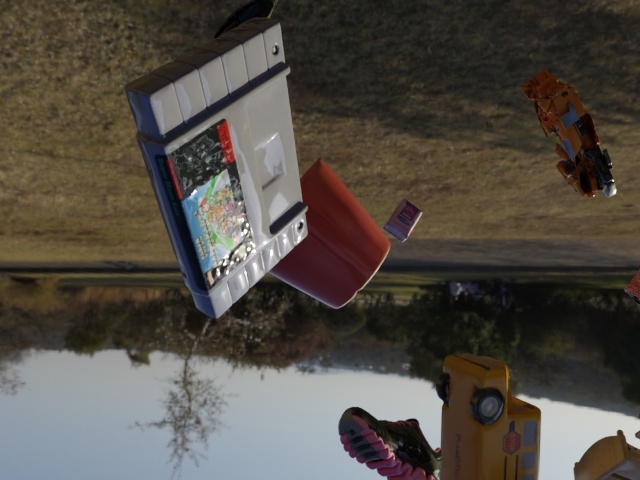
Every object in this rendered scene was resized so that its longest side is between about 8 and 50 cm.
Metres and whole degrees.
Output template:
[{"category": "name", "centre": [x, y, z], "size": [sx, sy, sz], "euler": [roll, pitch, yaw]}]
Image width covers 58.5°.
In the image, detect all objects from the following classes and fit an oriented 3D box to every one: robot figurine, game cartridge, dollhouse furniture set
[{"category": "robot figurine", "centre": [0.536, -0.217, 1.226], "size": [0.085, 0.291, 0.211], "euler": [-28, -156, 15]}, {"category": "game cartridge", "centre": [-0.115, -0.083, 0.768], "size": [0.068, 0.230, 0.355], "euler": [19, 137, 27]}, {"category": "dollhouse furniture set", "centre": [0.643, 0.386, 1.028], "size": [0.303, 0.174, 0.356], "euler": [23, 130, -3]}]

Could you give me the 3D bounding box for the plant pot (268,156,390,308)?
[{"category": "plant pot", "centre": [0.000, 0.000, 1.251], "size": [0.243, 0.275, 0.275], "euler": [40, 165, -7]}]

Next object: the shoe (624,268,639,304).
[{"category": "shoe", "centre": [0.864, 0.151, 1.461], "size": [0.178, 0.081, 0.063], "euler": [39, -174, -4]}]

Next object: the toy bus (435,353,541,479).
[{"category": "toy bus", "centre": [0.254, 0.344, 0.865], "size": [0.130, 0.333, 0.108], "euler": [1, -178, -20]}]

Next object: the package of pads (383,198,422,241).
[{"category": "package of pads", "centre": [0.164, -0.040, 1.136], "size": [0.050, 0.083, 0.032], "euler": [37, 142, 1]}]

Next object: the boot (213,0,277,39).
[{"category": "boot", "centre": [-0.180, -0.328, 1.044], "size": [0.091, 0.263, 0.229], "euler": [41, 179, -8]}]

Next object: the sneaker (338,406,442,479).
[{"category": "sneaker", "centre": [0.064, 0.172, 0.491], "size": [0.119, 0.057, 0.047], "euler": [45, 139, -19]}]
